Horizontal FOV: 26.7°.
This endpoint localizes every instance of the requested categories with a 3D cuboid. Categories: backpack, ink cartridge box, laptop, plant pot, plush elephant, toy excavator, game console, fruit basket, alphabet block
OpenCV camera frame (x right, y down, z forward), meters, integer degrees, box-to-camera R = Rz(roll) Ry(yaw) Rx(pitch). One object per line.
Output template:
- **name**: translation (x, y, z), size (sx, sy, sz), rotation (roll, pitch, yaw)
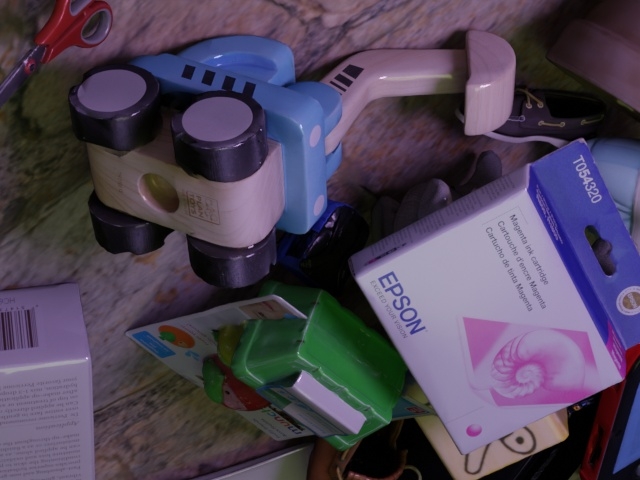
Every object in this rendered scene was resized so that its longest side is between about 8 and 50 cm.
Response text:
- **backpack**: translation (0.000, 0.000, 1.871), size (0.098, 0.101, 0.120), rotation (41, 77, -43)
- **ink cartridge box**: translation (0.253, 0.080, 1.715), size (0.330, 0.071, 0.324), rotation (-28, 117, 9)
- **laptop**: translation (0.279, 0.331, 2.304), size (0.408, 0.236, 0.382), rotation (-12, 141, -48)
- **plant pot**: translation (0.493, -0.258, 1.689), size (0.323, 0.323, 0.280), rotation (28, 101, -35)
- **plush elephant**: translation (0.207, 0.004, 1.848), size (0.330, 0.272, 0.255), rotation (-34, 105, -21)
- **toy excavator**: translation (-0.025, -0.158, 1.660), size (0.433, 0.445, 0.222), rotation (18, 137, 22)
- **game console**: translation (0.593, 0.247, 2.237), size (0.342, 0.060, 0.386), rotation (-19, 136, -25)
- **fruit basket**: translation (-0.064, 0.198, 1.906), size (0.353, 0.165, 0.327), rotation (-21, 130, 42)
- **alphabet block**: translation (0.239, 0.212, 2.011), size (0.192, 0.193, 0.197), rotation (-27, 106, 19)

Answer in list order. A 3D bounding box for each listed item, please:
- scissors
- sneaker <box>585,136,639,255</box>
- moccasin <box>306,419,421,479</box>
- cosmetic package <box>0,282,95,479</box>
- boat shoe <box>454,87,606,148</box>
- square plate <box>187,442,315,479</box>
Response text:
- **scissors**: translation (-0.317, -0.214, 1.495), size (0.021, 0.297, 0.109), rotation (25, 136, 19)
- **sneaker**: translation (0.421, -0.054, 1.936), size (0.150, 0.135, 0.366), rotation (18, 157, 17)
- **moccasin**: translation (0.074, 0.343, 2.121), size (0.139, 0.147, 0.380), rotation (-18, 134, -38)
- **cosmetic package**: translation (-0.443, 0.284, 1.934), size (0.230, 0.161, 0.453), rotation (-5, 131, -14)
- **boat shoe**: translation (0.286, -0.175, 1.821), size (0.228, 0.081, 0.068), rotation (5, 129, -31)
- **square plate**: translation (-0.133, 0.484, 2.286), size (0.347, 0.049, 0.344), rotation (-17, 132, -3)
